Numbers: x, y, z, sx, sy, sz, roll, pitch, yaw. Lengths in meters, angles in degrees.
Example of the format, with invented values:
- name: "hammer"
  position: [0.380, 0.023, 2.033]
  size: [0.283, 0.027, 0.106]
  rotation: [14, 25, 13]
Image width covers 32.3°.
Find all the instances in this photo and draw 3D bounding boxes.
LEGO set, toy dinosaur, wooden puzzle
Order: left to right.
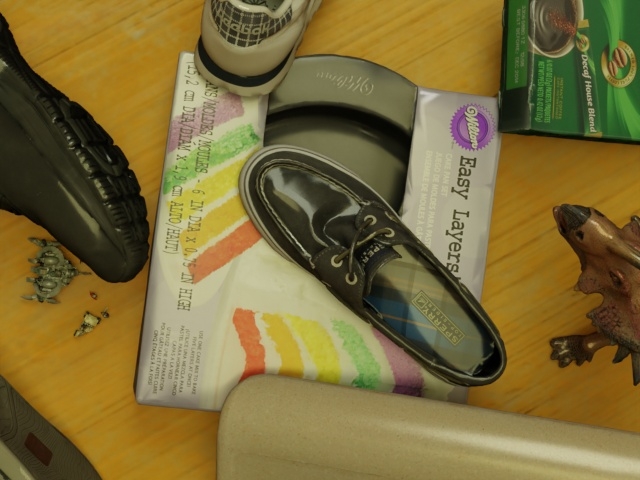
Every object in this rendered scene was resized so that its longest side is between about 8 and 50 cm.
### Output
- name: "LEGO set"
  position: [-0.190, 0.032, 0.812]
  size: [0.083, 0.023, 0.054]
  rotation: [38, 87, -7]
- name: "wooden puzzle"
  position: [0.072, 0.284, 0.745]
  size: [0.322, 0.080, 0.347]
  rotation: [8, 104, 13]
- name: "toy dinosaur"
  position: [0.288, 0.045, 0.783]
  size: [0.296, 0.200, 0.127]
  rotation: [3, 91, -8]

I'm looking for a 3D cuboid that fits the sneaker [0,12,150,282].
- name: "sneaker"
  position: [-0.233, -0.071, 0.771]
  size: [0.130, 0.109, 0.286]
  rotation: [-42, 83, 5]

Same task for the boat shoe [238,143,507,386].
- name: "boat shoe"
  position: [0.039, 0.020, 0.747]
  size: [0.080, 0.076, 0.228]
  rotation: [-44, 96, -4]

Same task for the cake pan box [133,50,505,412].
- name: "cake pan box"
  position: [0.000, 0.000, 0.814]
  size: [0.246, 0.070, 0.266]
  rotation: [9, 90, -9]

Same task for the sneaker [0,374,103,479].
- name: "sneaker"
  position: [-0.239, 0.185, 0.795]
  size: [0.118, 0.083, 0.222]
  rotation: [-33, 103, 14]

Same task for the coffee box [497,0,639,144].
- name: "coffee box"
  position: [0.217, -0.129, 0.819]
  size: [0.184, 0.040, 0.113]
  rotation: [3, 90, -29]

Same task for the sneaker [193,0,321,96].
- name: "sneaker"
  position: [-0.022, -0.215, 0.763]
  size: [0.090, 0.095, 0.235]
  rotation: [13, 65, 0]
